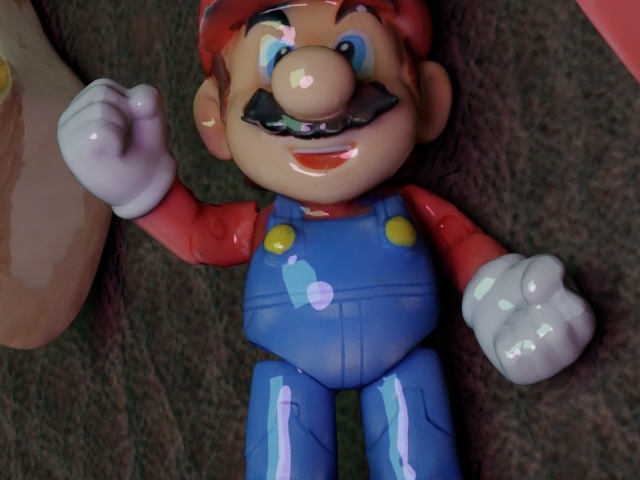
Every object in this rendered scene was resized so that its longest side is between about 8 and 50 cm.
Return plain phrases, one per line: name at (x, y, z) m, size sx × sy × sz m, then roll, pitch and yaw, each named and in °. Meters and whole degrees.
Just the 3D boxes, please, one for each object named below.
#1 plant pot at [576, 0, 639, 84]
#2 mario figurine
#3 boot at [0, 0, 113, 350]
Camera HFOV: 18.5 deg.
plant pot at (0.200, -0.195, 0.710) m, size 0.243 × 0.275 × 0.275 m, roll -30°, pitch 66°, yaw 24°
mario figurine at (0.000, 0.000, 0.898) m, size 0.170 × 0.198 × 0.321 m, roll -15°, pitch 80°, yaw 52°
boot at (-0.224, -0.066, 1.168) m, size 0.211 × 0.104 × 0.295 m, roll -16°, pitch 70°, yaw 45°
